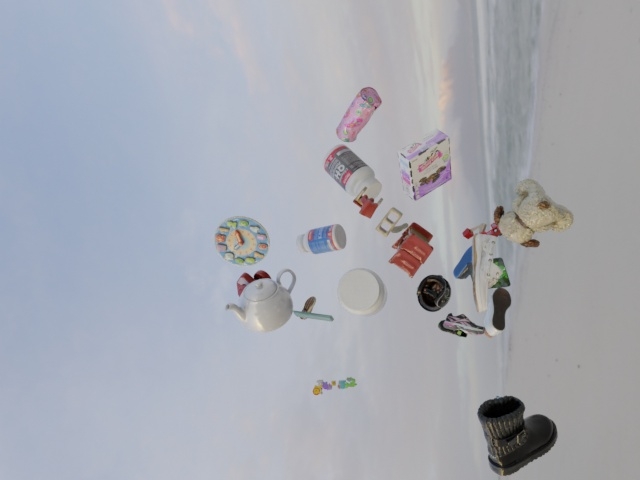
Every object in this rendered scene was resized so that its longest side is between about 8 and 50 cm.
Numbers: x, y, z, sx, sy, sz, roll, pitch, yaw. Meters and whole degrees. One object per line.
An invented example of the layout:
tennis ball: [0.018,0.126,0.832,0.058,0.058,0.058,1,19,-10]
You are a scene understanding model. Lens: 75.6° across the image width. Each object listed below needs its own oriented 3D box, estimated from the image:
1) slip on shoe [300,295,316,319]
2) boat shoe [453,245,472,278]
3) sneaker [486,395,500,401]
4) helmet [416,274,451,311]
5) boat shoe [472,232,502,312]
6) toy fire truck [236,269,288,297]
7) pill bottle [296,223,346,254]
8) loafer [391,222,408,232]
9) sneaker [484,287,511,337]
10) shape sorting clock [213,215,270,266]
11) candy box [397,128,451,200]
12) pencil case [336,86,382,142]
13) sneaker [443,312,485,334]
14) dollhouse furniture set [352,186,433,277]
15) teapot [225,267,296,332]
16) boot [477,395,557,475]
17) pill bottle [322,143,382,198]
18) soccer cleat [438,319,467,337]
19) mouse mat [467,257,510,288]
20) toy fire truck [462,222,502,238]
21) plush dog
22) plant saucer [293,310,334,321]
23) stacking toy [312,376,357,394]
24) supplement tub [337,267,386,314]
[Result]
slip on shoe: [-0.059,0.352,2.141,0.041,0.051,0.135,29,-92,-51]
boat shoe: [0.823,0.110,2.244,0.258,0.089,0.109,120,156,-43]
sneaker: [0.858,0.843,2.076,0.063,0.162,0.073,24,-152,-43]
helmet: [0.541,0.251,1.964,0.161,0.170,0.169,55,-143,-55]
boat shoe: [0.567,0.107,1.396,0.098,0.096,0.276,51,-137,-68]
toy fire truck: [-0.320,0.313,2.145,0.302,0.254,0.169,40,-134,1]
pill bottle: [0.000,0.000,1.944,0.124,0.222,0.124,30,-126,-53]
loafer: [0.512,-0.077,2.684,0.039,0.125,0.045,108,140,-82]
sneaker: [0.875,0.361,2.077,0.290,0.106,0.123,-53,-12,-39]
shape sorting clock: [-0.289,0.007,1.513,0.040,0.206,0.206,-80,-22,-63]
candy box: [0.362,-0.258,1.424,0.070,0.165,0.196,53,172,41]
pencil case: [0.180,-0.591,1.962,0.124,0.284,0.124,13,-122,-21]
sneaker: [0.651,0.370,1.861,0.072,0.178,0.077,60,-134,-57]
dollhouse furniture set: [0.274,-0.042,1.693,0.152,0.374,0.201,-55,-3,22]
teapot: [-0.235,0.244,1.721,0.256,0.253,0.187,-85,-11,-59]
boot: [0.747,0.683,1.545,0.348,0.131,0.260,-21,-77,-27]
pill bottle: [0.166,-0.337,2.112,0.318,0.176,0.176,49,-176,30]
soccer cleat: [0.644,0.429,2.002,0.179,0.072,0.060,23,-89,-31]
mouse mat: [0.841,0.169,2.068,0.007,0.190,0.152,-22,-86,-44]
toy fire truck: [0.839,-0.043,2.132,0.047,0.192,0.135,28,-143,-29]
plush dog: [0.818,-0.084,1.630,0.262,0.225,0.211,48,-144,14]
plant saucer: [-0.034,0.361,1.963,0.067,0.192,0.018,63,-144,-61]
stacking toy: [0.075,0.740,2.098,0.167,0.221,0.052,68,-164,-80]
supplement tub: [0.208,0.257,2.038,0.316,0.229,0.228,44,-135,-73]
